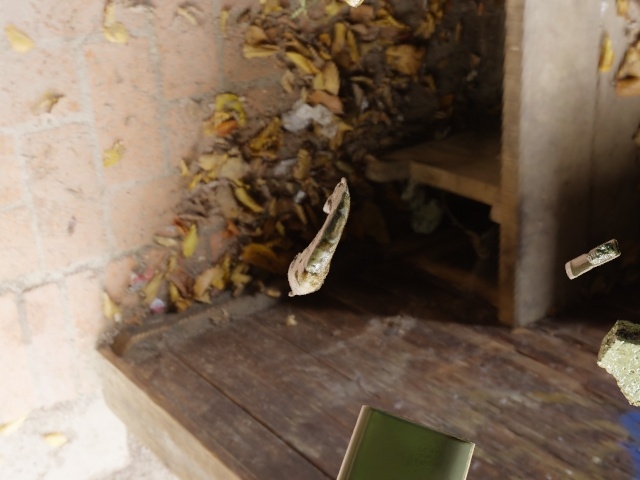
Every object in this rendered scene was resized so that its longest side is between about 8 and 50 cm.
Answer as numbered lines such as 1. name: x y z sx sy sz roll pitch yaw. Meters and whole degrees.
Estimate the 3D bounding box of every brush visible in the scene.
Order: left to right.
1. brush: 0.504 0.039 1.626 0.028 0.190 0.034 -12 78 -14

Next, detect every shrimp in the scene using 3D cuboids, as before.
1. shrimp: 0.000 0.000 1.682 0.071 0.365 0.233 23 79 -3

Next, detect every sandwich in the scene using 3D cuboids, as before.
1. sandwich: 0.340 0.120 0.879 0.093 0.105 0.035 50 49 -13

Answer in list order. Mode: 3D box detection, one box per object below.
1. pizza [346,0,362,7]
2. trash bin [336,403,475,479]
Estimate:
1. pizza: 0.075 -0.354 1.031 0.036 0.099 0.160 34 103 -12
2. trash bin: 0.144 0.455 1.597 0.121 0.243 0.247 33 73 -62
